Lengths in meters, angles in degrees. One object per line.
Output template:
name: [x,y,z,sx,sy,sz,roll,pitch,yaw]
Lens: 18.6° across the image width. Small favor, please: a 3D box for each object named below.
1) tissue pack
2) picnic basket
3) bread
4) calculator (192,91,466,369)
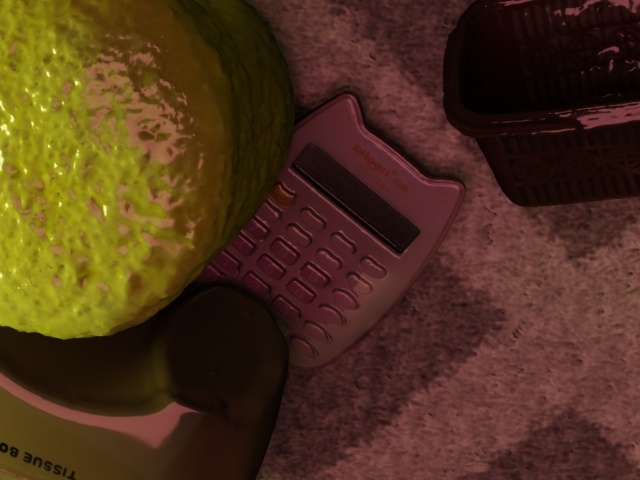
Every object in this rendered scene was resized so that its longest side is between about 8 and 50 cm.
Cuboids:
tissue pack: [-0.241,0.156,1.889,0.387,0.267,0.277,22,121,2]
picnic basket: [0.264,-0.132,1.719,0.297,0.222,0.129,-7,132,15]
bread: [-0.200,-0.111,1.748,0.348,0.308,0.348,5,108,17]
calculator: [0.000,-0.001,1.903,0.194,0.043,0.294,38,117,-5]
